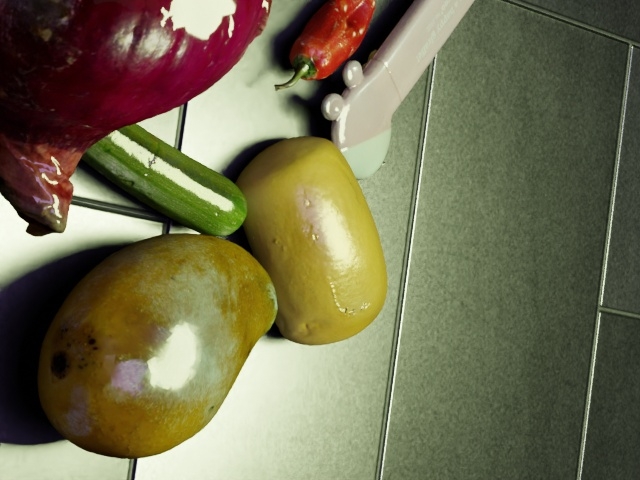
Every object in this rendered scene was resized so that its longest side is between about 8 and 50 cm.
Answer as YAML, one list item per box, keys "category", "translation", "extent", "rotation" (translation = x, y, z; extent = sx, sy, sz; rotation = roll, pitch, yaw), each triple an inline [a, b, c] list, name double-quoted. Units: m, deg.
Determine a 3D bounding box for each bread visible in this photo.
- category: "bread"
  translation: [0.000, 0.000, 1.968]
  extent: [0.147, 0.098, 0.217]
  rotation: [-38, 116, -38]

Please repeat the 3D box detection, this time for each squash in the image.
- category: "squash"
  translation: [-0.159, -0.068, 1.847]
  extent: [0.229, 0.066, 0.066]
  rotation: [34, 70, -36]

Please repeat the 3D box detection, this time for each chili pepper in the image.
- category: "chili pepper"
  translation: [0.012, -0.213, 1.999]
  extent: [0.059, 0.050, 0.191]
  rotation: [47, 53, -13]

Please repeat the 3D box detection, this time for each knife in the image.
- category: "knife"
  translation: [0.113, -0.235, 2.094]
  extent: [0.398, 0.038, 0.132]
  rotation: [-54, 139, -26]

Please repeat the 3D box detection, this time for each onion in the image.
- category: "onion"
  translation: [-0.219, -0.188, 1.630]
  extent: [0.348, 0.348, 0.385]
  rotation: [3, 103, -41]

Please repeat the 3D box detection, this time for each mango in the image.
- category: "mango"
  translation: [-0.144, 0.092, 1.814]
  extent: [0.316, 0.146, 0.192]
  rotation: [-31, 115, -47]
